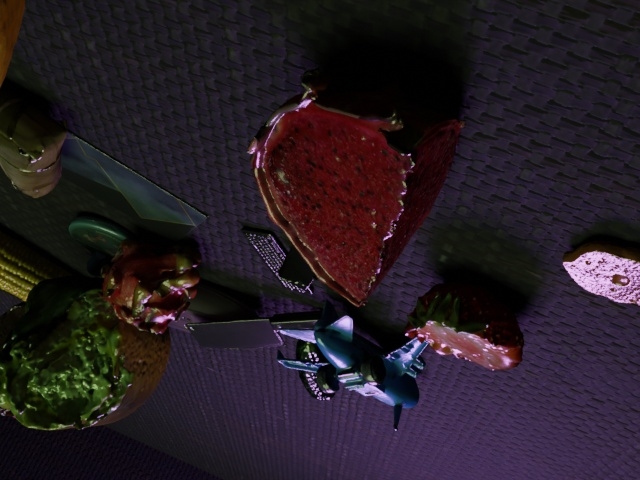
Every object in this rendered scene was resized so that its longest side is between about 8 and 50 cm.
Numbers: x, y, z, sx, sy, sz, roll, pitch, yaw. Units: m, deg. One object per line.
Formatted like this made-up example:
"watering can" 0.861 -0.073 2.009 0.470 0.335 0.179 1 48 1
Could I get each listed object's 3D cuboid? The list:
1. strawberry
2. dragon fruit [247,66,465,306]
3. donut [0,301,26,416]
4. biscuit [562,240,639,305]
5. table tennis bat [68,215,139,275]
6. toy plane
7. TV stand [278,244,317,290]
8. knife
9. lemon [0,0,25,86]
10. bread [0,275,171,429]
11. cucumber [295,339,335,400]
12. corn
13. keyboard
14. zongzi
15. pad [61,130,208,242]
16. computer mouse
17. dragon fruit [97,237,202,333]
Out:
"strawberry" 0.183 0.105 1.121 0.147 0.082 0.187 16 162 34
"dragon fruit" 0.028 -0.079 0.854 0.161 0.126 0.274 31 149 12
"donut" -0.616 0.251 2.008 0.270 0.269 0.103 9 162 34
"biscuit" 0.302 0.033 0.923 0.130 0.019 0.102 12 154 27
"table tennis bat" -0.346 0.013 1.516 0.124 0.033 0.201 26 153 -10
"toy plane" 0.067 0.184 1.375 0.254 0.105 0.271 -15 133 35
"TV stand" 0.000 0.000 1.127 0.049 0.040 0.256 28 156 -4
"knife" -0.089 0.140 1.446 0.245 0.019 0.072 -7 135 26
"lemon" -0.400 -0.208 0.763 0.336 0.336 0.336 21 156 10
"bread" -0.377 0.196 1.586 0.208 0.251 0.376 22 173 5
"cucumber" -0.011 0.203 1.548 0.058 0.052 0.214 26 158 20
"corn" -0.541 0.059 1.728 0.244 0.093 0.093 34 155 -20
"keyboard" -0.057 0.030 1.286 0.053 0.010 0.155 9 151 31
"zongzi" -0.406 -0.140 1.201 0.176 0.078 0.160 35 149 0
"pad" -0.280 -0.074 1.300 0.243 0.004 0.164 32 156 -14
"computer mouse" -0.189 0.113 1.528 0.232 0.057 0.120 14 147 20
"dragon fruit" -0.243 0.062 1.400 0.208 0.133 0.150 -26 82 47
